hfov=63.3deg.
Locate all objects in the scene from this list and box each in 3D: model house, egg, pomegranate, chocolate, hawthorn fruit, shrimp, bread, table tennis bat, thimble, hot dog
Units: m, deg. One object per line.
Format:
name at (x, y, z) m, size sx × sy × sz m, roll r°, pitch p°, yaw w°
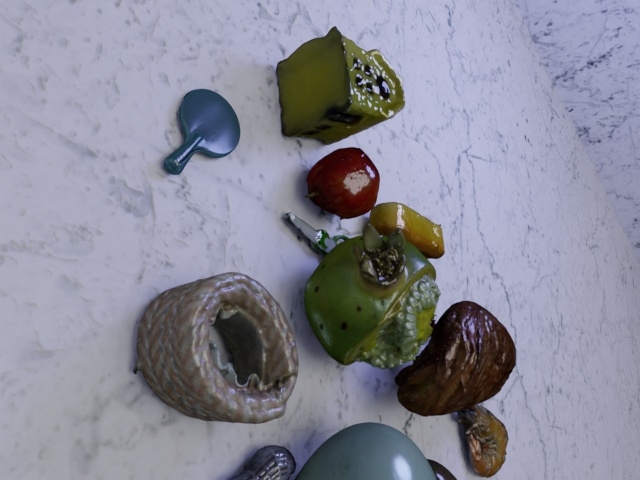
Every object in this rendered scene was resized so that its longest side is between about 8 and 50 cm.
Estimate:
model house at (0.051, -0.306, 1.084) m, size 0.234 × 0.193 × 0.175 m, roll -5°, pitch 81°, yaw -48°
egg at (0.063, 0.489, 0.825) m, size 0.276 × 0.276 × 0.389 m, roll 38°, pitch 52°, yaw -35°
pomegranate at (0.097, 0.093, 0.959) m, size 0.341 × 0.260 × 0.260 m, roll 88°, pitch 22°, yaw -51°
chocolate at (-0.104, 0.386, 0.824) m, size 0.167 × 0.072 × 0.072 m, roll -26°, pitch 99°, yaw -45°
hawthorn fruit at (0.039, -0.110, 1.060) m, size 0.172 × 0.148 × 0.148 m, roll -25°, pitch 98°, yaw -39°
shrimp at (0.412, 0.516, 1.360) m, size 0.317 × 0.062 × 0.164 m, roll 47°, pitch 53°, yaw -32°
bread at (0.209, -0.012, 1.249) m, size 0.245 × 0.102 × 0.094 m, roll 23°, pitch 57°, yaw -44°
table tennis bat at (-0.205, -0.182, 0.892) m, size 0.124 × 0.033 × 0.201 m, roll 49°, pitch 46°, yaw -25°
thimble at (-0.150, 0.163, 0.781) m, size 0.229 × 0.148 × 0.196 m, roll 46°, pitch 48°, yaw -33°
hot dog at (0.295, 0.269, 1.133) m, size 0.267 × 0.174 × 0.387 m, roll -57°, pitch 148°, yaw 9°

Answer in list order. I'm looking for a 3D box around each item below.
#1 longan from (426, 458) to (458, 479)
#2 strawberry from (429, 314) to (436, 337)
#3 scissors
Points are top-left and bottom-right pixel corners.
longan at (0.223, 0.549, 1.067) m, size 0.167 × 0.167 × 0.187 m, roll 11°, pitch 62°, yaw -45°
strawberry at (0.211, 0.194, 1.205) m, size 0.106 × 0.106 × 0.106 m, roll 15°, pitch 69°, yaw -44°
scissors at (0.000, 0.000, 1.070) m, size 0.204 × 0.027 × 0.101 m, roll 40°, pitch 52°, yaw -36°
